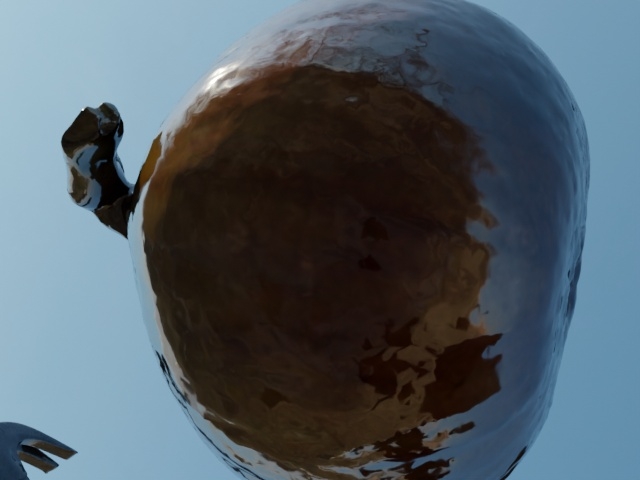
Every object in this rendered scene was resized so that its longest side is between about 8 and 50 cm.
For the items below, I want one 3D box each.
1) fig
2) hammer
[{"bbox_3d":[0.018,0.003,0.425,0.214,0.235,0.235,-7,-80,38],"label":"fig"},{"bbox_3d":[-0.186,0.267,0.734,0.037,0.137,0.290,-35,-94,18],"label":"hammer"}]
